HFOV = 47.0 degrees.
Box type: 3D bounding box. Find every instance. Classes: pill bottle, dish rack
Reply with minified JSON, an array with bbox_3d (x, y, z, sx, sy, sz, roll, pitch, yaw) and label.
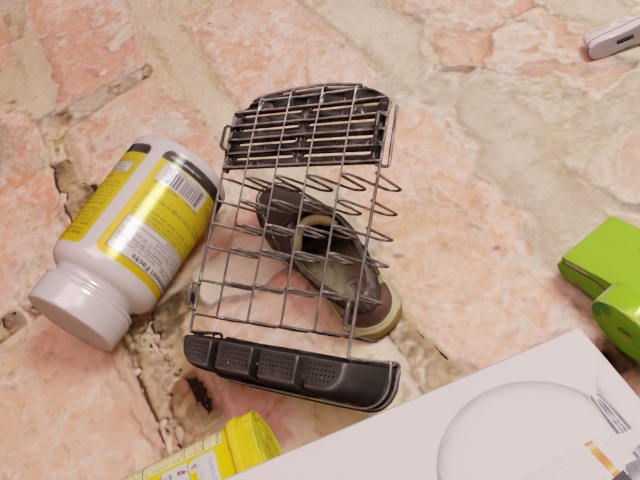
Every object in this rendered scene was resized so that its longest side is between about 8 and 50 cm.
[{"bbox_3d":[-0.201,0.002,0.772,0.119,0.119,0.208,15,61,30],"label":"pill bottle"},{"bbox_3d":[-0.020,-0.001,0.645,0.208,0.074,0.271,3,79,38],"label":"dish rack"}]

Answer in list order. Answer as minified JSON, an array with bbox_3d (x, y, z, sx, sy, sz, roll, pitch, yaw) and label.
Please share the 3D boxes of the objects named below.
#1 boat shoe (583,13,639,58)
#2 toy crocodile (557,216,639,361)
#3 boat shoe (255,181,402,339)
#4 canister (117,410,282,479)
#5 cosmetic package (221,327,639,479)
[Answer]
[{"bbox_3d":[0.334,-0.230,0.796,0.100,0.035,0.035,-21,52,14],"label":"boat shoe"},{"bbox_3d":[0.311,0.070,0.523,0.115,0.105,0.340,-40,34,-12],"label":"toy crocodile"},{"bbox_3d":[-0.001,0.001,0.723,0.080,0.073,0.223,-34,51,-8],"label":"boat shoe"},{"bbox_3d":[-0.107,0.230,0.592,0.170,0.073,0.126,-26,51,3],"label":"canister"},{"bbox_3d":[0.135,0.257,0.401,0.284,0.097,0.377,-21,51,-15],"label":"cosmetic package"}]
